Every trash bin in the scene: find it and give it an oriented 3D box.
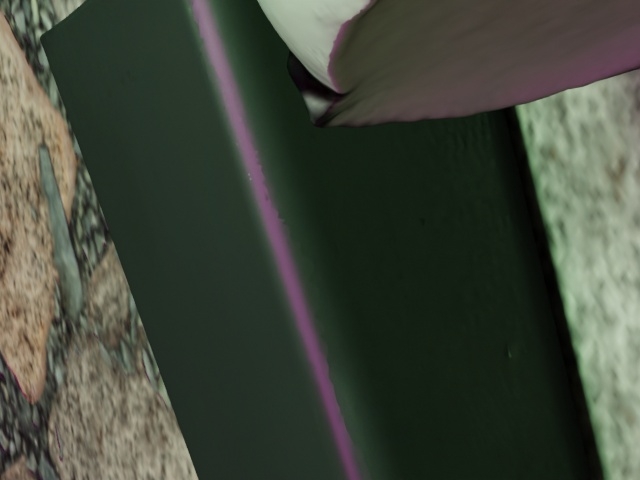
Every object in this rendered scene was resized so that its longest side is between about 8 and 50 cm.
[{"bbox_3d":[0.000,0.000,0.708,0.165,0.115,0.226,-23,83,63],"label":"trash bin"}]

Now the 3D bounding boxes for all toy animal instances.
[{"bbox_3d":[0.034,-0.159,0.497,0.187,0.165,0.235,108,142,-74],"label":"toy animal"}]
